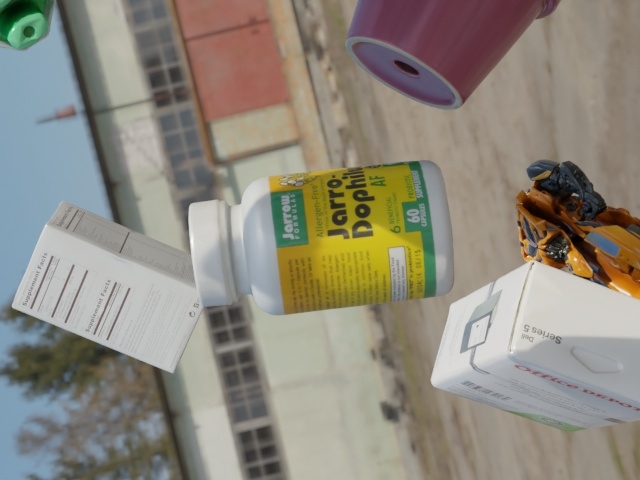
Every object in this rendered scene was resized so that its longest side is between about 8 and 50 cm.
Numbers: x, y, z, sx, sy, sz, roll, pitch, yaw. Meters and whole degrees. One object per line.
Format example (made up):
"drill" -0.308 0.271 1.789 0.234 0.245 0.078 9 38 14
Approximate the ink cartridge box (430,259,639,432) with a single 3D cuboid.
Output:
"ink cartridge box" 0.268 0.130 1.510 0.273 0.198 0.115 136 152 -72

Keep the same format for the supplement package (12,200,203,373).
"supplement package" -0.289 0.064 1.863 0.139 0.244 0.134 -91 25 -74

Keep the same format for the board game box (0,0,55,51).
"board game box" -0.300 -0.318 0.704 0.050 0.390 0.390 -134 56 -60

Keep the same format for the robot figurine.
"robot figurine" 0.341 0.022 1.577 0.291 0.085 0.211 37 157 36

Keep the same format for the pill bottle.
"pill bottle" 0.000 0.000 1.092 0.117 0.208 0.118 174 90 -89

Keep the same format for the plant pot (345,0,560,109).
"plant pot" 0.121 -0.235 1.271 0.180 0.201 0.201 -61 -7 -8
